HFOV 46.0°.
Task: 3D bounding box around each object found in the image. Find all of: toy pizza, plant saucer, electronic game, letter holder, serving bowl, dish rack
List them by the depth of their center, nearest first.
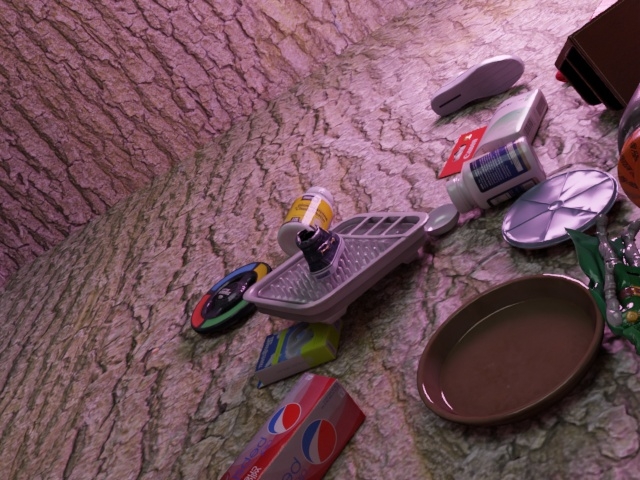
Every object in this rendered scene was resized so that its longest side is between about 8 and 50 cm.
[{"bbox_3d":[0.263,0.154,1.049,0.278,0.041,0.278,-29,24,14],"label":"plant saucer"},{"bbox_3d":[0.398,-0.048,1.256,0.201,0.032,0.201,-29,24,14],"label":"toy pizza"},{"bbox_3d":[0.637,-0.364,1.414,0.302,0.214,0.152,-36,-9,2],"label":"letter holder"},{"bbox_3d":[0.038,0.056,1.458,0.333,0.072,0.285,-35,20,-28],"label":"dish rack"},{"bbox_3d":[0.237,-0.036,1.469,0.083,0.027,0.083,-30,23,14],"label":"serving bowl"},{"bbox_3d":[-0.207,0.131,1.755,0.229,0.048,0.229,-30,24,15],"label":"electronic game"}]

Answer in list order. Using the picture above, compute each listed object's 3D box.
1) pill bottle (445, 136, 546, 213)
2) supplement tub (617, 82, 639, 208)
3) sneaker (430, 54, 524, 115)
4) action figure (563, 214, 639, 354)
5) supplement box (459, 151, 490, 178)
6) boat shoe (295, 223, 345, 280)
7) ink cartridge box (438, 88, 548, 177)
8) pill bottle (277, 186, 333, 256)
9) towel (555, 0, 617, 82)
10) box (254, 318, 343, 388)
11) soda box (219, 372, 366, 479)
[{"bbox_3d":[0.325,-0.117,1.412,0.169,0.094,0.094,-27,24,21],"label":"pill bottle"},{"bbox_3d":[0.557,-0.190,1.078,0.207,0.207,0.338,-9,35,48],"label":"supplement tub"},{"bbox_3d":[0.387,-0.402,1.877,0.258,0.094,0.091,-20,32,37],"label":"sneaker"},{"bbox_3d":[0.401,0.058,0.976,0.137,0.063,0.232,7,41,2],"label":"action figure"},{"bbox_3d":[0.317,-0.131,1.525,0.062,0.036,0.098,-21,27,33],"label":"supplement box"},{"bbox_3d":[0.000,0.000,1.419,0.065,0.083,0.183,-23,18,12],"label":"boat shoe"},{"bbox_3d":[0.365,-0.232,1.638,0.225,0.056,0.181,-13,31,40],"label":"ink cartridge box"},{"bbox_3d":[-0.028,-0.047,1.771,0.103,0.103,0.184,-22,27,31],"label":"pill bottle"},{"bbox_3d":[0.633,-0.453,1.607,0.275,0.031,0.199,-57,25,-4],"label":"towel"},{"bbox_3d":[-0.047,0.201,1.398,0.178,0.042,0.109,-25,25,24],"label":"box"},{"bbox_3d":[-0.052,0.322,1.104,0.083,0.092,0.263,-2,40,52],"label":"soda box"}]
